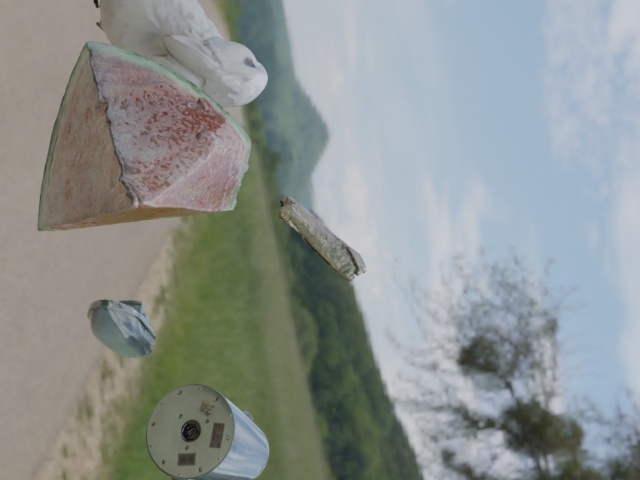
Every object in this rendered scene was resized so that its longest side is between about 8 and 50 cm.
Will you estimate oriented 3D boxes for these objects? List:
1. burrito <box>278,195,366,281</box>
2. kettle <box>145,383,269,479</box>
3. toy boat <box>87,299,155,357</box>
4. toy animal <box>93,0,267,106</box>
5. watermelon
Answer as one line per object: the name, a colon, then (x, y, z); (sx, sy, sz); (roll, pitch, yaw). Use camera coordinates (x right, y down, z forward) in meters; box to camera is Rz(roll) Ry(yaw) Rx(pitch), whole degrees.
burrito: (0.001, -0.001, 1.962); (0.171, 0.042, 0.051); (45, 33, -11)
kettle: (-0.184, 0.379, 2.204); (0.243, 0.160, 0.210); (47, 48, -63)
toy boat: (-0.297, 0.120, 1.895); (0.260, 0.078, 0.085); (76, 15, -76)
toy animal: (-0.267, -0.382, 2.408); (0.357, 0.194, 0.258); (42, 13, 25)
watermelon: (-0.256, -0.076, 1.760); (0.292, 0.283, 0.250); (-77, -175, -45)
